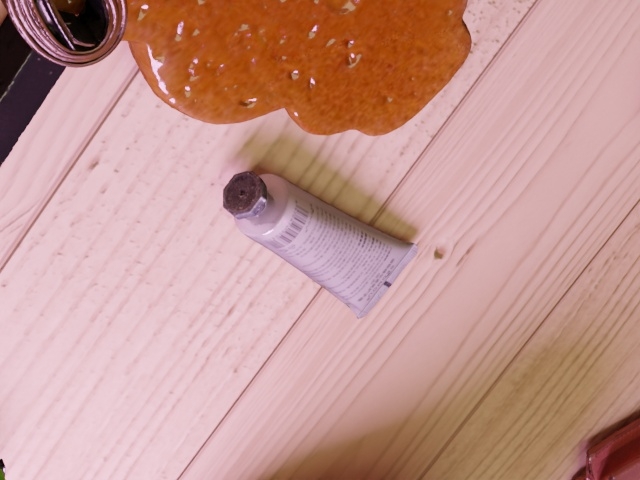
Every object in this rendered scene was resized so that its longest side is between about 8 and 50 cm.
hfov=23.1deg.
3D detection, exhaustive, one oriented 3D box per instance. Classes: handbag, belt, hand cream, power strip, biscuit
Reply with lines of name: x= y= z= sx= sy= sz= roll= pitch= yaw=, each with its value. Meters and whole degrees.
handbag: x=0.313 y=0.246 z=1.491 sx=0.157 sy=0.059 sz=0.213 roll=-27 pitch=136 yaw=-19
belt: x=-0.125 y=-0.123 z=0.764 sx=0.059 sy=0.036 sz=0.083 roll=-32 pitch=142 yaw=-3
hand cream: x=0.000 y=0.000 z=1.036 sx=0.067 sy=0.042 sz=0.194 roll=-55 pitch=145 yaw=2
power strip: x=-0.174 y=-0.068 z=0.831 sx=0.029 sy=0.038 sz=0.111 roll=20 pitch=111 yaw=-48
biscuit: x=-0.033 y=-0.159 z=0.855 sx=0.202 sy=0.047 sz=0.334 roll=-46 pitch=138 yaw=13

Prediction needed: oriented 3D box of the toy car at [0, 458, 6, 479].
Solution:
toy car: x=-0.267 y=0.175 z=0.951 sx=0.165 sy=0.062 sz=0.071 roll=-2 pitch=126 yaw=-38
